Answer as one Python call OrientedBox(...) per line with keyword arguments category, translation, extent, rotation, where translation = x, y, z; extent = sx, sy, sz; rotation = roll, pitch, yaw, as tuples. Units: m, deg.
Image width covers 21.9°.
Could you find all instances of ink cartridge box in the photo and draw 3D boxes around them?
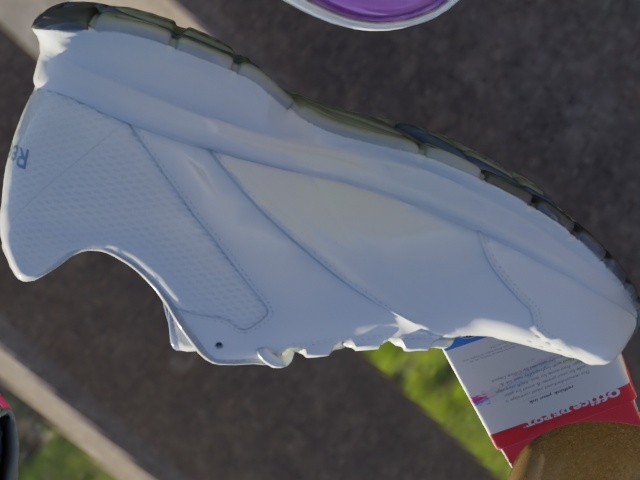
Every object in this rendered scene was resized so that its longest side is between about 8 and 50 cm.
OrientedBox(category="ink cartridge box", translation=(0.188, 0.094, 1.448), extent=(0.134, 0.078, 0.231), rotation=(-21, 128, 11))

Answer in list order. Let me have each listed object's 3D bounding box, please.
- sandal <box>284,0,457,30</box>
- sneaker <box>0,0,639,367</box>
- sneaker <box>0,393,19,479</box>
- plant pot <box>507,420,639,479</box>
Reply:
OrientedBox(category="sandal", translation=(-0.034, -0.277, 0.939), extent=(0.416, 0.169, 0.102), rotation=(52, 177, -28))
OrientedBox(category="sneaker", translation=(0.000, 0.000, 0.723), extent=(0.297, 0.129, 0.111), rotation=(21, -174, -12))
OrientedBox(category="sneaker", translation=(-0.366, 0.247, 1.507), extent=(0.178, 0.295, 0.124), rotation=(24, 177, 14))
OrientedBox(category="plant pot", translation=(0.206, 0.308, 1.268), extent=(0.237, 0.254, 0.237), rotation=(18, 132, 21))
